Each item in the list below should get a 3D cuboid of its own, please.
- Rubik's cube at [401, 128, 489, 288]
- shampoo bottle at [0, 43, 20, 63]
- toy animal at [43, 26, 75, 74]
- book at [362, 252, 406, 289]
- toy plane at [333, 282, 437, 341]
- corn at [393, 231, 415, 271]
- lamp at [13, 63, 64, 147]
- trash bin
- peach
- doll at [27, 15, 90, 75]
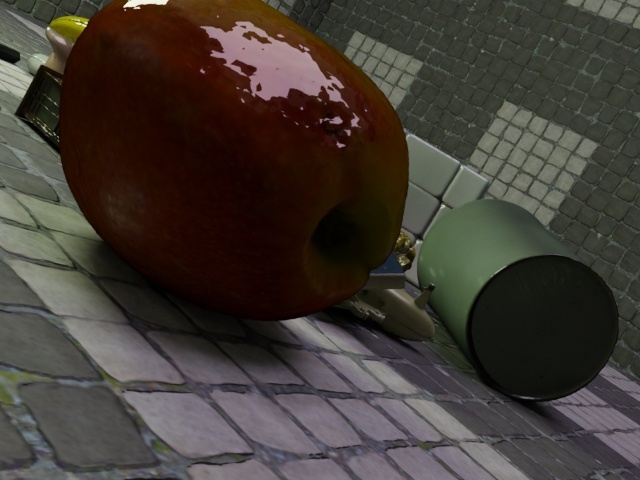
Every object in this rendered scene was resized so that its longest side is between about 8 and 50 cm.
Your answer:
[{"bbox_3d":[0.226,-0.095,1.896,0.318,0.316,0.322,32,9,9],"label":"Rubik's cube"},{"bbox_3d":[-0.675,-0.397,1.477,0.048,0.027,0.137,33,8,31],"label":"shampoo bottle"},{"bbox_3d":[-0.432,-0.289,1.329,0.165,0.149,0.248,9,4,-24],"label":"toy animal"},{"bbox_3d":[0.000,0.000,1.052,0.190,0.025,0.269,-1,25,-9],"label":"book"},{"bbox_3d":[0.062,0.067,1.088,0.256,0.104,0.242,25,22,6],"label":"toy plane"},{"bbox_3d":[0.087,-0.008,1.574,0.119,0.119,0.322,23,6,-44],"label":"corn"},{"bbox_3d":[-0.305,-0.139,1.011,0.325,0.089,0.090,35,9,35],"label":"lamp"},{"bbox_3d":[0.337,0.089,1.327,0.280,0.280,0.432,30,11,-8],"label":"trash bin"},{"bbox_3d":[-0.094,-0.088,0.729,0.372,0.290,0.372,29,6,-4],"label":"peach"},{"bbox_3d":[-0.463,-0.357,1.493,0.237,0.111,0.252,35,-36,-21],"label":"doll"}]
